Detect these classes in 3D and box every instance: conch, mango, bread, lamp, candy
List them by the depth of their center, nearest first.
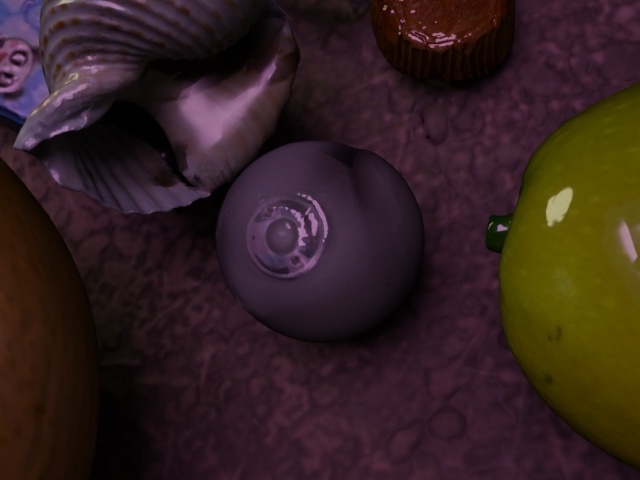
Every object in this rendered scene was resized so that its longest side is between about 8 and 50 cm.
[{"bbox_3d":[0.241,0.001,0.407,0.342,0.156,0.193,-14,68,12],"label":"mango"},{"bbox_3d":[0.000,0.000,0.521,0.105,0.105,0.105,-7,68,17],"label":"lamp"},{"bbox_3d":[-0.080,-0.096,0.523,0.153,0.135,0.102,-49,22,12],"label":"conch"},{"bbox_3d":[0.069,-0.126,0.576,0.085,0.053,0.085,-2,67,6],"label":"bread"},{"bbox_3d":[-0.150,-0.103,0.618,0.194,0.062,0.097,26,79,15],"label":"candy"}]

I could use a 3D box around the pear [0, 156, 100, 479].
[{"bbox_3d":[-0.268,0.070,0.463,0.348,0.348,0.349,-7,68,17],"label":"pear"}]
